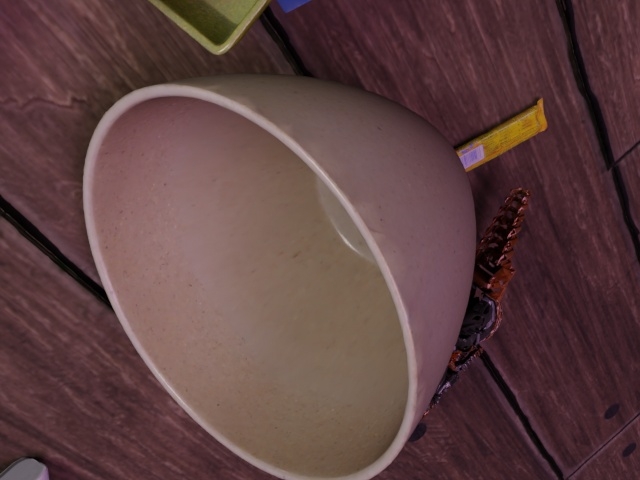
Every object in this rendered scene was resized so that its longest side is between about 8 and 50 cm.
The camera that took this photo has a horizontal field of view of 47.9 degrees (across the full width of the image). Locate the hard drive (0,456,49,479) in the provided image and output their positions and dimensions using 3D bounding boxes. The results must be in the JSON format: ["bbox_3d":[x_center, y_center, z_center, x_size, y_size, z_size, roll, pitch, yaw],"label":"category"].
[{"bbox_3d":[-0.343,0.400,0.730,0.203,0.040,0.307,-45,146,-54],"label":"hard drive"}]

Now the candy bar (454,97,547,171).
[{"bbox_3d":[0.196,-0.112,0.822,0.161,0.018,0.040,-28,125,-13],"label":"candy bar"}]

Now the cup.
[{"bbox_3d":[0.000,0.000,0.614,0.237,0.331,0.331,-33,135,-42],"label":"cup"}]

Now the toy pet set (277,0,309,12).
[{"bbox_3d":[-0.040,-0.232,0.538,0.122,0.065,0.114,-31,113,9],"label":"toy pet set"}]

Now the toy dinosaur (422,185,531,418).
[{"bbox_3d":[0.141,0.083,0.858,0.218,0.164,0.321,8,96,-50],"label":"toy dinosaur"}]

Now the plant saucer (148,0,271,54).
[{"bbox_3d":[-0.065,-0.243,0.503,0.188,0.188,0.045,-50,161,5],"label":"plant saucer"}]
